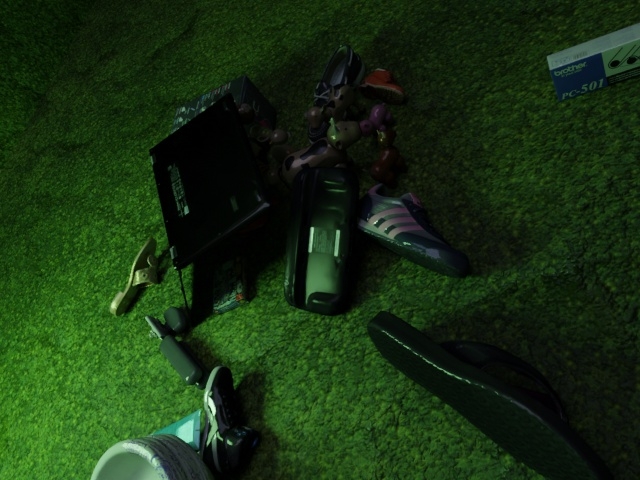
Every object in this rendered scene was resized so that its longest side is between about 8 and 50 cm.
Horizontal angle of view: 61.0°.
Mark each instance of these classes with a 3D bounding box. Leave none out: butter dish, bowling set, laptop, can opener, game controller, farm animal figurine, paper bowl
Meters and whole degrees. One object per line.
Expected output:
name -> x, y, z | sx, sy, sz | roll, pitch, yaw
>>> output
butter dish -> -0.205, -0.065, 1.413 | 0.160, 0.118, 0.160 | -16, 29, -28
bowling set -> -0.162, -0.233, 1.373 | 0.287, 0.199, 0.154 | -36, 41, -29
laptop -> -0.273, -0.069, 1.340 | 0.408, 0.236, 0.382 | -32, 56, 14
can opener -> -0.344, 0.250, 1.318 | 0.093, 0.074, 0.280 | -50, 46, -1
game controller -> 0.000, 0.000, 1.175 | 0.166, 0.067, 0.319 | 7, 94, 28
farm animal figurine -> 0.031, -0.230, 1.307 | 0.327, 0.172, 0.330 | -39, 46, 9
paper bowl -> -0.302, 0.514, 1.025 | 0.284, 0.148, 0.284 | -6, 79, 34

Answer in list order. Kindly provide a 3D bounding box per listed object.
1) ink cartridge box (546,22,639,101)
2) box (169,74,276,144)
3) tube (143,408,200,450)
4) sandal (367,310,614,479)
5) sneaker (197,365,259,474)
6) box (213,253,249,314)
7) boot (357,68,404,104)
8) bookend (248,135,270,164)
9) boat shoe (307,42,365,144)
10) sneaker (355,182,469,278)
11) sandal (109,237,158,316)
ink cartridge box -> 0.564, -0.352, 1.065 | 0.207, 0.097, 0.046 | -14, 53, 28
box -> -0.290, -0.344, 1.621 | 0.270, 0.165, 0.143 | -17, 52, 26
tube -> -0.320, 0.426, 1.163 | 0.207, 0.052, 0.080 | -30, 56, 35
sandal -> 0.256, 0.217, 0.863 | 0.107, 0.167, 0.446 | -40, 43, -19
sneaker -> -0.177, 0.369, 1.125 | 0.121, 0.079, 0.216 | -9, 64, 27
box -> -0.226, 0.109, 1.363 | 0.094, 0.027, 0.137 | -25, 49, 19
boot -> 0.173, -0.406, 1.411 | 0.084, 0.059, 0.158 | -47, 44, -8
bookend -> -0.214, -0.197, 1.532 | 0.157, 0.072, 0.156 | -28, 49, 16
boat shoe -> 0.026, -0.401, 1.485 | 0.114, 0.091, 0.302 | 2, 62, 36
sneaker -> 0.186, -0.033, 1.107 | 0.319, 0.112, 0.131 | 30, 83, 43
sandal -> -0.499, 0.117, 1.538 | 0.079, 0.088, 0.240 | 28, 85, 12
